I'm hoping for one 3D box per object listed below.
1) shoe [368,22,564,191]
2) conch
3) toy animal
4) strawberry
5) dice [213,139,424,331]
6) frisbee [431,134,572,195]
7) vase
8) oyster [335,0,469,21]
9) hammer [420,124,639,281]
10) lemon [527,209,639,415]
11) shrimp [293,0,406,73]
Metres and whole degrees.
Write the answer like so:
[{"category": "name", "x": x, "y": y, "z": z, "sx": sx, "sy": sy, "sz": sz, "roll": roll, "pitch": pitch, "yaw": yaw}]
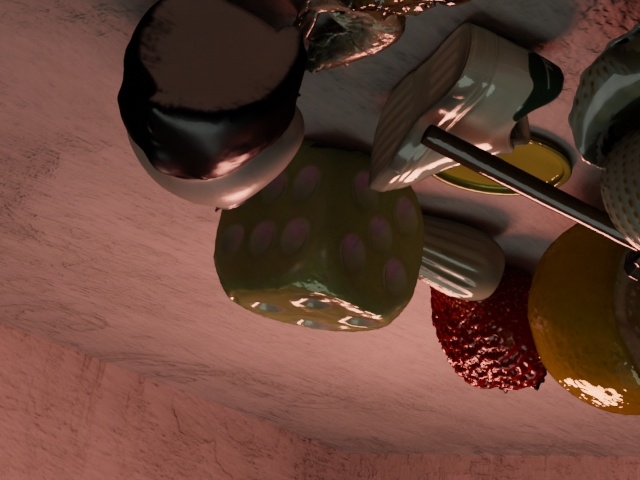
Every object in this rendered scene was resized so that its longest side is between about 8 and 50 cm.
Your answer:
[{"category": "shoe", "x": 0.189, "y": -0.157, "z": 1.727, "sx": 0.160, "sy": 0.132, "sz": 0.363, "roll": 16, "pitch": 153, "yaw": -15}, {"category": "conch", "x": 0.463, "y": -0.134, "z": 1.509, "sx": 0.319, "sy": 0.303, "sz": 0.215, "roll": -26, "pitch": -175, "yaw": 32}, {"category": "toy animal", "x": -0.151, "y": -0.169, "z": 1.680, "sx": 0.250, "sy": 0.251, "sz": 0.310, "roll": 10, "pitch": 154, "yaw": -2}, {"category": "strawberry", "x": 0.312, "y": 0.159, "z": 2.433, "sx": 0.257, "sy": 0.261, "sz": 0.261, "roll": 9, "pitch": 162, "yaw": -21}, {"category": "dice", "x": 0.000, "y": 0.000, "z": 2.066, "sx": 0.252, "sy": 0.254, "sz": 0.249, "roll": -6, "pitch": 155, "yaw": 41}, {"category": "frisbee", "x": 0.266, "y": -0.119, "z": 1.969, "sx": 0.236, "sy": 0.017, "sz": 0.236, "roll": 8, "pitch": 162, "yaw": 3}, {"category": "vase", "x": 0.192, "y": 0.015, "z": 2.240, "sx": 0.248, "sy": 0.128, "sz": 0.128, "roll": 23, "pitch": 158, "yaw": -14}, {"category": "oyster", "x": 0.103, "y": -0.295, "z": 1.431, "sx": 0.214, "sy": 0.083, "sz": 0.223, "roll": 9, "pitch": 161, "yaw": 0}, {"category": "hammer", "x": 0.295, "y": -0.056, "z": 1.653, "sx": 0.365, "sy": 0.043, "sz": 0.111, "roll": 25, "pitch": 149, "yaw": -7}, {"category": "lemon", "x": 0.487, "y": 0.113, "z": 2.060, "sx": 0.364, "sy": 0.364, "sz": 0.364, "roll": 8, "pitch": 161, "yaw": 3}, {"category": "shrimp", "x": 0.013, "y": -0.263, "z": 1.626, "sx": 0.126, "sy": 0.048, "sz": 0.223, "roll": 26, "pitch": 153, "yaw": -30}]
